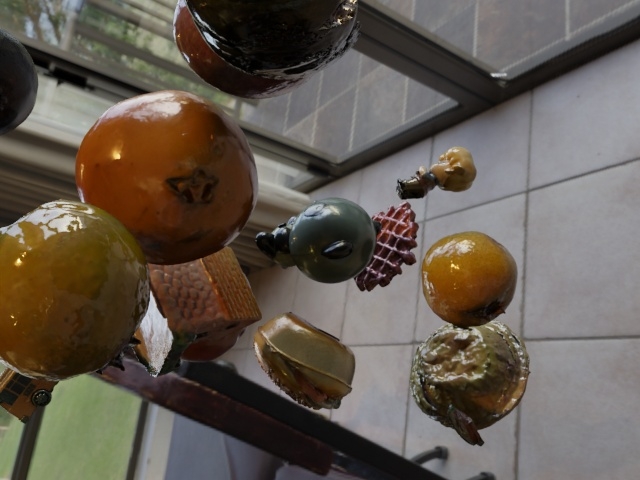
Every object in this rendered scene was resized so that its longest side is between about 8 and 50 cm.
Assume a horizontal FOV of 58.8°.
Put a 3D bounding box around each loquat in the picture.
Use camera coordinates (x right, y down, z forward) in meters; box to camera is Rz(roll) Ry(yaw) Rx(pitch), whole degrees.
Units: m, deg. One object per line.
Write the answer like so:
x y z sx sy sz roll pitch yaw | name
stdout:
0.314 0.082 1.207 0.208 0.208 0.208 -34 48 48 | loquat
-0.330 0.070 0.749 0.244 0.244 0.243 -34 48 48 | loquat

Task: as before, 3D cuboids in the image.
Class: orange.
-0.265 -0.109 1.004 0.312 0.312 0.312 -34 48 48 | orange

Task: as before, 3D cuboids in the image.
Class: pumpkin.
-0.052 -0.334 0.618 0.320 0.192 0.320 -2 -90 -90 | pumpkin

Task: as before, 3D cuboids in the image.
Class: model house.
-0.272 0.152 1.227 0.202 0.238 0.237 58 140 21 | model house

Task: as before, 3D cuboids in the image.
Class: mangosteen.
-0.861 -0.410 1.388 0.313 0.297 0.297 55 132 10 | mangosteen

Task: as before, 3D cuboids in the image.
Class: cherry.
-0.109 -0.335 0.892 0.236 0.285 0.212 6 73 23 | cherry

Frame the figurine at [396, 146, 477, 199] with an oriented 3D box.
0.274 -0.152 1.355 0.114 0.196 0.108 79 173 -58 | figurine

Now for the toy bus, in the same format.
-0.560 0.257 1.129 0.182 0.103 0.091 -54 19 -10 | toy bus

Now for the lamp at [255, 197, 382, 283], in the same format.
0.000 0.000 1.204 0.244 0.198 0.197 0 74 35 | lamp

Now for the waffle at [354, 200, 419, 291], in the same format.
0.151 0.017 1.398 0.221 0.055 0.234 -32 39 34 | waffle

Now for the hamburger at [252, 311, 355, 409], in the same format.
-0.035 0.240 1.143 0.147 0.237 0.237 -57 29 -7 | hamburger

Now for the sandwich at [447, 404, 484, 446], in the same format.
0.320 0.414 1.273 0.026 0.101 0.069 -36 15 -19 | sandwich

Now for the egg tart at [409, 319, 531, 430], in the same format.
0.389 0.344 1.561 0.352 0.150 0.351 -23 44 24 | egg tart

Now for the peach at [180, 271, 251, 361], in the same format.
-0.368 0.173 1.586 0.343 0.302 0.342 19 118 39 | peach
